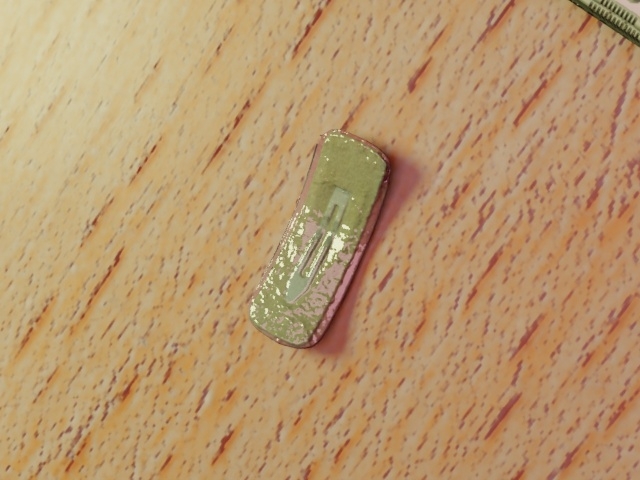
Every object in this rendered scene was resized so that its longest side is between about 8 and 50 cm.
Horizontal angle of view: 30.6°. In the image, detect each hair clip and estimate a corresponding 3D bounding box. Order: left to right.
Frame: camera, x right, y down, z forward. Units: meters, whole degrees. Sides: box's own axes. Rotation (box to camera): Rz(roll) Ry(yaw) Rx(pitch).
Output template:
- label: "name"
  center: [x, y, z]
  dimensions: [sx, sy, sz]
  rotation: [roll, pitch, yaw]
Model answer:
- label: "hair clip"
  center: [0.000, 0.000, 0.721]
  dimensions: [0.054, 0.022, 0.137]
  rotation: [25, 99, 16]

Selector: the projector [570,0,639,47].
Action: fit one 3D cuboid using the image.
- label: "projector"
  center: [0.183, -0.192, 0.639]
  dimensions: [0.115, 0.061, 0.147]
  rotation: [37, 103, 11]
